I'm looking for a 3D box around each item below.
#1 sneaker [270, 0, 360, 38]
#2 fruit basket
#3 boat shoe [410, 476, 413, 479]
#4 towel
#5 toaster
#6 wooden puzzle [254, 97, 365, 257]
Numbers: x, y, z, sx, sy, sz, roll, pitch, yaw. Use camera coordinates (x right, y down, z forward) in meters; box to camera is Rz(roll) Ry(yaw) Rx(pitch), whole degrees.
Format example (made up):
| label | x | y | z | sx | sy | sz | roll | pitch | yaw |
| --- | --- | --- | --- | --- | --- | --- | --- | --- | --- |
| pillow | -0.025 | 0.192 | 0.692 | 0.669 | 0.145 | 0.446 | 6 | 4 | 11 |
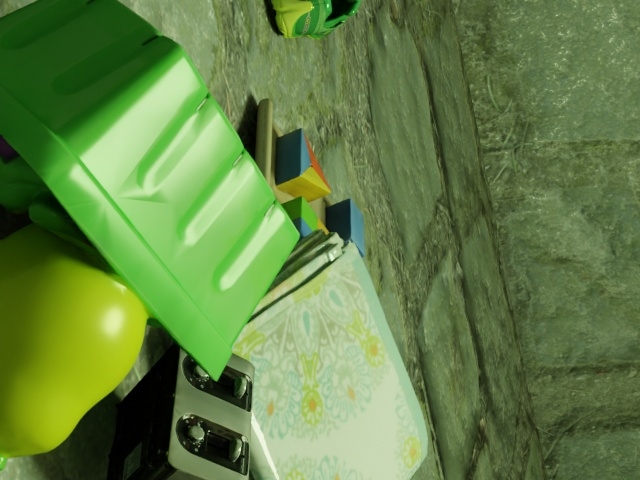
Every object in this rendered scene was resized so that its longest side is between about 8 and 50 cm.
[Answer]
| label | x | y | z | sx | sy | sz | roll | pitch | yaw |
| --- | --- | --- | --- | --- | --- | --- | --- | --- | --- |
| sneaker | 0.015 | -0.388 | 1.967 | 0.295 | 0.123 | 0.110 | -47 | 128 | -66 |
| fruit basket | -0.230 | 0.010 | 1.076 | 0.392 | 0.283 | 0.392 | -26 | 135 | -29 |
| boat shoe | 0.080 | 0.355 | 1.910 | 0.355 | 0.132 | 0.130 | 62 | 33 | -51 |
| towel | -0.010 | 0.211 | 1.524 | 0.320 | 0.090 | 0.375 | -37 | 111 | -46 |
| toaster | -0.150 | 0.218 | 1.238 | 0.110 | 0.186 | 0.168 | 24 | 42 | -23 |
| wooden puzzle | 0.000 | 0.000 | 1.754 | 0.322 | 0.080 | 0.348 | -91 | 157 | -46 |
